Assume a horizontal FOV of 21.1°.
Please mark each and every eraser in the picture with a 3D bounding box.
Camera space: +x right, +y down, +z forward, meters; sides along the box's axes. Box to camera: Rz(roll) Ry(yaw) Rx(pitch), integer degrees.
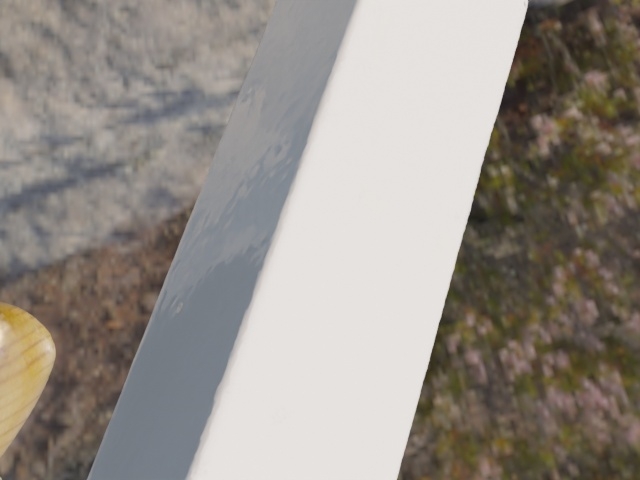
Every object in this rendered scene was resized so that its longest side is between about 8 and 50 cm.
[{"bbox_3d":[0.000,0.000,0.642,0.078,0.298,0.076,38,139,-24],"label":"eraser"}]

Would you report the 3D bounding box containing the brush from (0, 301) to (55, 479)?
[{"bbox_3d":[-0.256,0.144,1.070,0.266,0.174,0.166,-32,138,11],"label":"brush"}]
